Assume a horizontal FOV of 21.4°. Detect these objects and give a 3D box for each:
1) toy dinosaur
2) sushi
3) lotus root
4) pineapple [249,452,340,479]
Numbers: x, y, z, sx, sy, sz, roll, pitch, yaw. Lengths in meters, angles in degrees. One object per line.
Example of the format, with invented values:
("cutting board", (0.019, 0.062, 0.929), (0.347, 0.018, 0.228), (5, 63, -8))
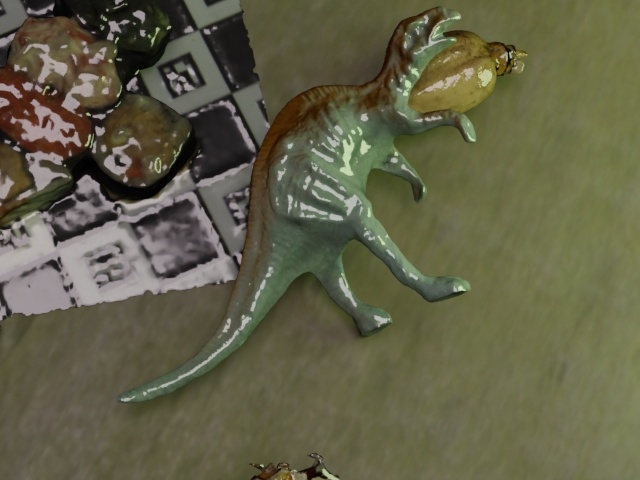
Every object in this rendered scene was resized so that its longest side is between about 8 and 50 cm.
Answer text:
("toy dinosaur", (0.000, 0.000, 1.332), (0.393, 0.092, 0.205), (-38, 86, 0))
("sushi", (-0.206, -0.109, 1.358), (0.339, 0.069, 0.320), (-9, 75, -9))
("lotus root", (0.100, -0.132, 1.402), (0.152, 0.063, 0.072), (-20, 53, -4))
("pineapple", (-0.018, 0.269, 1.256), (0.221, 0.047, 0.221), (8, 71, -22))
